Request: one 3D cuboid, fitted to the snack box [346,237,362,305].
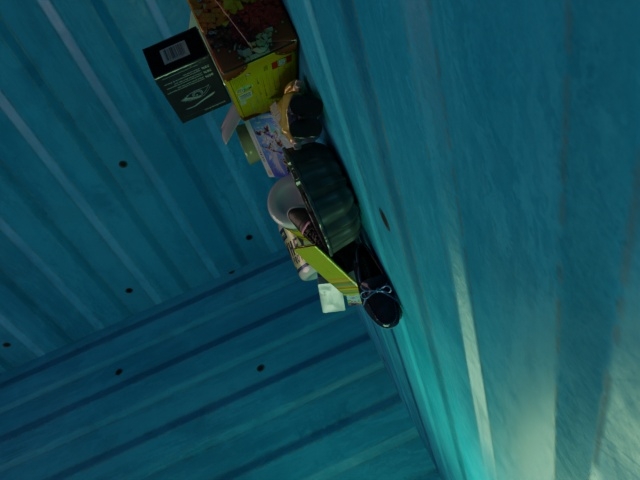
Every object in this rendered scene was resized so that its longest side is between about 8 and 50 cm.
[{"bbox_3d":[0.110,0.107,1.907,0.207,0.070,0.174,75,-171,-66],"label":"snack box"}]

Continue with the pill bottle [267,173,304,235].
[{"bbox_3d":[-0.042,-0.100,2.000,0.187,0.188,0.334,65,-169,19],"label":"pill bottle"}]

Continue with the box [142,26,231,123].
[{"bbox_3d":[-0.345,-0.429,1.489,0.207,0.153,0.108,72,173,-68],"label":"box"}]

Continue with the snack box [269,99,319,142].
[{"bbox_3d":[-0.075,-0.341,1.636,0.141,0.037,0.100,5,-124,-52],"label":"snack box"}]

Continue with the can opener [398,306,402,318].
[{"bbox_3d":[0.175,0.184,1.708,0.280,0.074,0.093,-125,11,-78],"label":"can opener"}]

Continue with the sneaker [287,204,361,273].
[{"bbox_3d":[0.000,0.000,1.734,0.296,0.104,0.147,37,-147,8],"label":"sneaker"}]

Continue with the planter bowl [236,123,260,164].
[{"bbox_3d":[-0.254,-0.390,2.213,0.162,0.109,0.162,159,90,-89],"label":"planter bowl"}]

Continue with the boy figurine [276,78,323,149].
[{"bbox_3d":[-0.060,-0.326,1.466,0.285,0.092,0.177,-116,26,-71],"label":"boy figurine"}]

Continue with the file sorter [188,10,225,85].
[{"bbox_3d":[-0.346,-0.683,1.885,0.173,0.193,0.277,-111,32,-53],"label":"file sorter"}]

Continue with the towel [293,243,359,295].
[{"bbox_3d":[0.032,0.085,1.640,0.237,0.021,0.102,43,148,-27],"label":"towel"}]

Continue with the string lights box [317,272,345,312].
[{"bbox_3d":[0.030,0.095,1.863,0.259,0.077,0.133,-93,-5,-49],"label":"string lights box"}]

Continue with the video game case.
[{"bbox_3d":[-0.130,-0.334,1.943,0.270,0.061,0.244,8,130,50],"label":"video game case"}]

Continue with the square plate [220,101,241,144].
[{"bbox_3d":[-0.272,-0.512,2.009,0.049,0.347,0.344,27,-172,-14],"label":"square plate"}]

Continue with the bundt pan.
[{"bbox_3d":[0.014,-0.130,1.568,0.331,0.124,0.330,155,90,-87],"label":"bundt pan"}]

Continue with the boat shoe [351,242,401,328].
[{"bbox_3d":[0.139,0.124,1.570,0.089,0.109,0.258,78,166,-61],"label":"boat shoe"}]

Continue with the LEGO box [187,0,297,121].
[{"bbox_3d":[-0.219,-0.570,1.499,0.500,0.193,0.372,-179,65,-87],"label":"LEGO box"}]

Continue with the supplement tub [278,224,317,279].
[{"bbox_3d":[-0.036,-0.018,2.391,0.235,0.236,0.324,77,169,-77],"label":"supplement tub"}]
